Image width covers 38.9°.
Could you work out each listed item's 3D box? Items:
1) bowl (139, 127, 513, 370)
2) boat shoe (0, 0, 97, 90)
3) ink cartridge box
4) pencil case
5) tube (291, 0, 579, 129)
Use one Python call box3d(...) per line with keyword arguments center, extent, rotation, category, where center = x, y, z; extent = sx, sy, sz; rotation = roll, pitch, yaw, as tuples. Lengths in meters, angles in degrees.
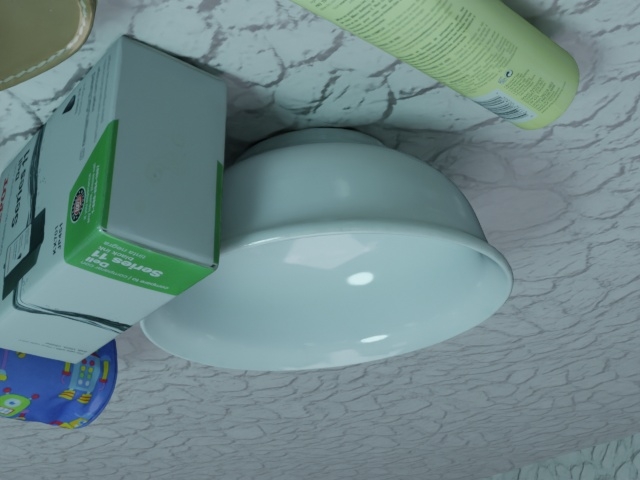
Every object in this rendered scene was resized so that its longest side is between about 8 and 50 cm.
box3d(center=(0.000, 0.000, 0.744), extent=(0.297, 0.134, 0.298), rotation=(-5, 155, -2), category="bowl")
box3d(center=(-0.241, -0.080, 0.442), extent=(0.302, 0.098, 0.109), rotation=(-21, 141, -29), category="boat shoe")
box3d(center=(-0.158, -0.018, 0.640), extent=(0.086, 0.153, 0.208), rotation=(19, 145, -33), category="ink cartridge box")
box3d(center=(-0.360, 0.118, 0.923), extent=(0.133, 0.119, 0.306), rotation=(-40, 142, 26), category="pencil case")
box3d(center=(0.068, -0.140, 0.560), extent=(0.240, 0.062, 0.070), rotation=(20, 101, -37), category="tube")
